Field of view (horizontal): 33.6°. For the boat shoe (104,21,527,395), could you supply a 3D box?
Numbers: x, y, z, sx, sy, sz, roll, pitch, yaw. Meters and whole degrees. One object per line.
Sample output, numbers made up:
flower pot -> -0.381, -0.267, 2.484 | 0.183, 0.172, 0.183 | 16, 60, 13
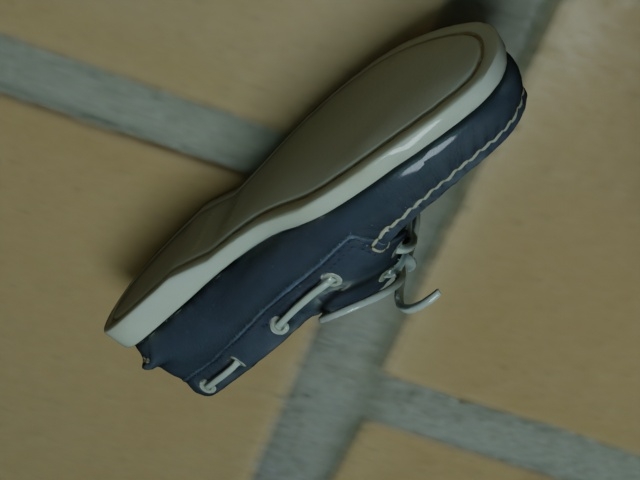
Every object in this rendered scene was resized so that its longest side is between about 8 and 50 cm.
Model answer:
boat shoe -> 0.000, 0.000, 0.485 | 0.079, 0.095, 0.254 | 42, 122, -18
